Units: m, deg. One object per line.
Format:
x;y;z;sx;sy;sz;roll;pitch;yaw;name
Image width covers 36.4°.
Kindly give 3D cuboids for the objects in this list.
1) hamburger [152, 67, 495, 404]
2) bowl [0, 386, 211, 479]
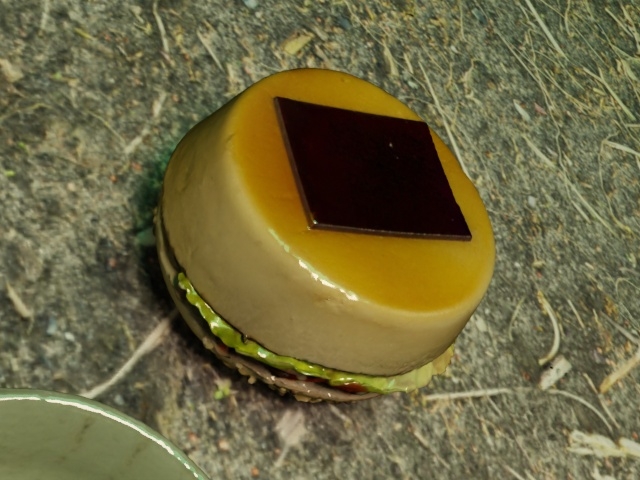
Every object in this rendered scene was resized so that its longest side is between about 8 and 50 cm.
0.000;0.000;0.828;0.300;0.176;0.300;18;50;-22;hamburger
-0.184;0.242;0.552;0.289;0.146;0.289;16;53;-22;bowl
